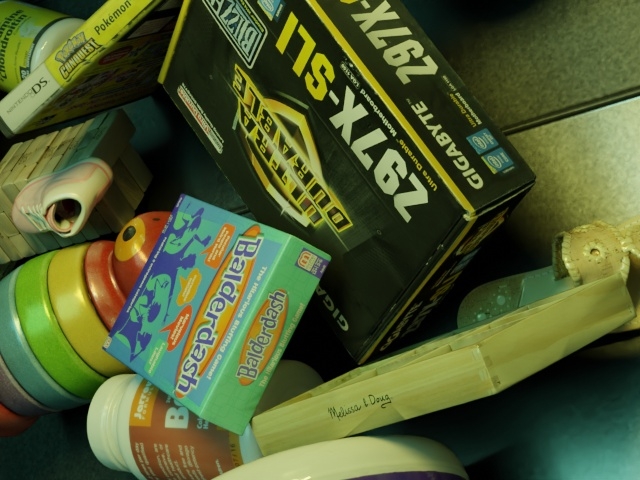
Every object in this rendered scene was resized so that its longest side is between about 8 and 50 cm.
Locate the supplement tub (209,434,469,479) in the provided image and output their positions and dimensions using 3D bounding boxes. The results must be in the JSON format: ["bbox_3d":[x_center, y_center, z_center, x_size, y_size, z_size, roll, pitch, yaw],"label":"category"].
[{"bbox_3d":[0.031,0.334,1.007,0.241,0.241,0.331,-29,62,29],"label":"supplement tub"}]

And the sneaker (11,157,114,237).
[{"bbox_3d":[-0.262,-0.029,1.328,0.134,0.051,0.070,-25,28,34],"label":"sneaker"}]

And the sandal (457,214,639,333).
[{"bbox_3d":[0.198,0.031,1.060,0.240,0.079,0.088,-24,64,32],"label":"sandal"}]

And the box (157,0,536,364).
[{"bbox_3d":[0.005,-0.093,1.107,0.322,0.079,0.257,55,148,14],"label":"box"}]

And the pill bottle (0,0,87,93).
[{"bbox_3d":[-0.326,-0.210,1.524,0.184,0.103,0.103,20,91,40],"label":"pill bottle"}]

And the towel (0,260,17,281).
[{"bbox_3d":[-0.404,0.044,1.568,0.110,0.027,0.148,42,105,38],"label":"towel"}]

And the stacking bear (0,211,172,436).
[{"bbox_3d":[-0.221,0.066,1.336,0.289,0.164,0.175,-27,38,19],"label":"stacking bear"}]

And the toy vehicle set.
[{"bbox_3d":[0.086,0.098,1.035,0.267,0.166,0.035,-25,87,48],"label":"toy vehicle set"}]

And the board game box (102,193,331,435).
[{"bbox_3d":[-0.093,0.055,1.154,0.210,0.047,0.160,19,81,57],"label":"board game box"}]

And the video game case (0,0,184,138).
[{"bbox_3d":[-0.149,-0.200,1.286,0.248,0.275,0.035,-37,89,25],"label":"video game case"}]

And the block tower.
[{"bbox_3d":[-0.333,-0.037,1.451,0.335,0.097,0.091,-15,33,29],"label":"block tower"}]

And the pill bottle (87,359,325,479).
[{"bbox_3d":[-0.104,0.167,1.235,0.216,0.121,0.121,-4,76,37],"label":"pill bottle"}]
